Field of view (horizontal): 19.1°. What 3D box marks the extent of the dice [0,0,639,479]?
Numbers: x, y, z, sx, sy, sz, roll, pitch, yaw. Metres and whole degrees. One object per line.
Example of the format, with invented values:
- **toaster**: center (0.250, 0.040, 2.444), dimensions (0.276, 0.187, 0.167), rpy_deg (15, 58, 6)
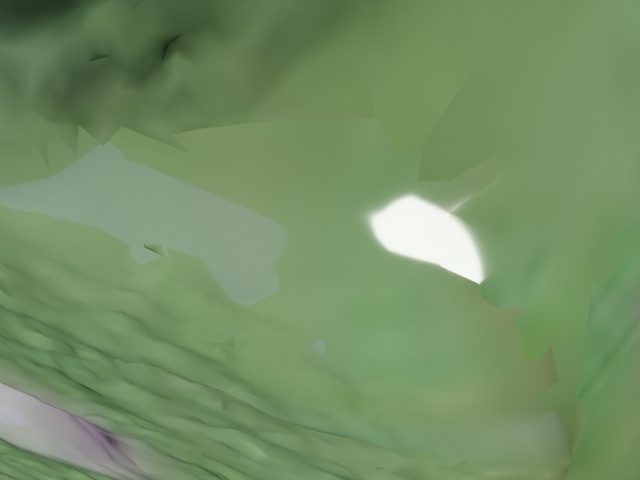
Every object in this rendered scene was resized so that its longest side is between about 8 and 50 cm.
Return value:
- **dice**: center (-0.020, -0.099, 0.517), dimensions (0.318, 0.330, 0.322), rpy_deg (14, 161, 21)
